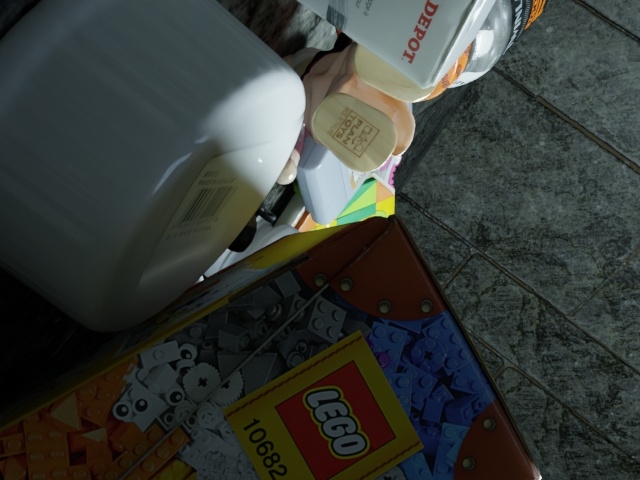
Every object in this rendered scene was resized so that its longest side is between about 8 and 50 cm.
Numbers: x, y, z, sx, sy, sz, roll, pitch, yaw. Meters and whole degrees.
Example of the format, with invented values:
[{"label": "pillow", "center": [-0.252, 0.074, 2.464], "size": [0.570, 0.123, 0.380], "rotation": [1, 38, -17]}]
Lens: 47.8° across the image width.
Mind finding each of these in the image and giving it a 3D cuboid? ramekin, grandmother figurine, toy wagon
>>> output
[{"label": "ramekin", "center": [-0.134, -0.061, 0.560], "size": [0.277, 0.135, 0.277], "rotation": [-50, 172, -10]}, {"label": "grandmother figurine", "center": [0.012, -0.149, 0.748], "size": [0.208, 0.104, 0.342], "rotation": [-48, -162, 6]}, {"label": "toy wagon", "center": [0.000, 0.000, 1.364], "size": [0.344, 0.068, 0.267], "rotation": [-24, 127, -32]}]

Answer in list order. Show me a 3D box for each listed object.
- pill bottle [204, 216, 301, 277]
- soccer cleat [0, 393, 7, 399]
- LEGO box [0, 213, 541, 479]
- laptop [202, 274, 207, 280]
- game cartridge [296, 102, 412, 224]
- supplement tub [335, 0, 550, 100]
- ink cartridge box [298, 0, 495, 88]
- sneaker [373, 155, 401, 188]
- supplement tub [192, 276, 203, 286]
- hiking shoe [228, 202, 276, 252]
[{"label": "pill bottle", "center": [-0.044, 0.077, 1.123], "size": [0.160, 0.283, 0.160], "rotation": [-50, 172, -10]}, {"label": "soccer cleat", "center": [-0.354, 0.187, 0.790], "size": [0.035, 0.029, 0.083], "rotation": [-41, 166, -14]}, {"label": "LEGO box", "center": [-0.108, 0.155, 0.641], "size": [0.372, 0.193, 0.500], "rotation": [-29, -176, -8]}, {"label": "laptop", "center": [-0.249, 0.154, 1.282], "size": [0.264, 0.136, 0.234], "rotation": [-22, -162, 49]}, {"label": "game cartridge", "center": [0.064, -0.187, 1.220], "size": [0.297, 0.062, 0.198], "rotation": [-53, 160, -19]}, {"label": "supplement tub", "center": [0.177, -0.327, 0.886], "size": [0.338, 0.207, 0.207], "rotation": [-48, 171, -31]}, {"label": "ink cartridge box", "center": [0.040, -0.233, 0.516], "size": [0.087, 0.208, 0.153], "rotation": [-47, 171, -33]}, {"label": "sneaker", "center": [0.104, -0.165, 1.504], "size": [0.103, 0.111, 0.252], "rotation": [152, -51, -78]}, {"label": "supplement tub", "center": [-0.201, 0.078, 1.013], "size": [0.071, 0.071, 0.107], "rotation": [-48, 171, -27]}, {"label": "hiking shoe", "center": [-0.125, -0.034, 0.795], "size": [0.086, 0.114, 0.227], "rotation": [-57, 171, 27]}]
